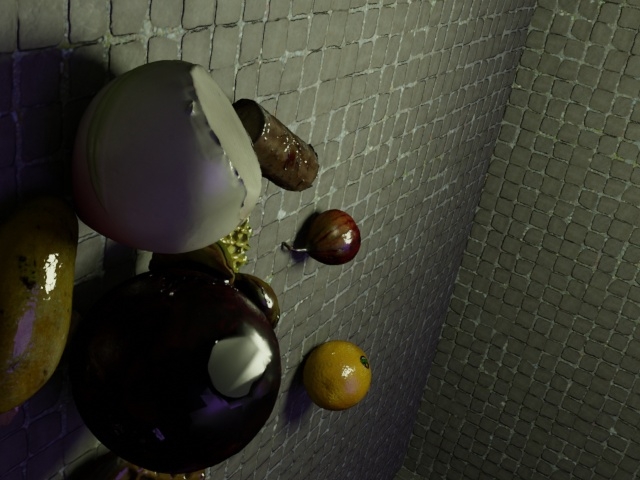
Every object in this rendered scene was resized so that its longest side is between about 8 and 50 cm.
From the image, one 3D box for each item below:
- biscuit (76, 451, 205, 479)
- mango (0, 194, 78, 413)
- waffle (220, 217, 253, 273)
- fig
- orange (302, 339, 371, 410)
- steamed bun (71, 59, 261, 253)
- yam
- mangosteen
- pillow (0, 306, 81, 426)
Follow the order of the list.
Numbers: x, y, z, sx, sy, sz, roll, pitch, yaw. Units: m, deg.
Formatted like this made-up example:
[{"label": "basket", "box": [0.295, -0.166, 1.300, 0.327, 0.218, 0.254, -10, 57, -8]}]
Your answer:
[{"label": "biscuit", "box": [-0.393, 0.553, 1.553, 0.332, 0.103, 0.332, -25, 134, -30]}, {"label": "mango", "box": [-0.441, 0.092, 1.057, 0.329, 0.175, 0.176, -66, -160, 0]}, {"label": "waffle", "box": [-0.223, 0.031, 1.570, 0.223, 0.054, 0.204, -42, 147, -39]}, {"label": "fig", "box": [0.027, 0.005, 1.933, 0.202, 0.149, 0.148, -56, 137, -42]}, {"label": "orange", "box": [0.052, 0.423, 2.287, 0.236, 0.236, 0.236, -45, 148, -39]}, {"label": "steamed bun", "box": [-0.262, -0.111, 1.133, 0.309, 0.309, 0.309, -45, 148, -39]}, {"label": "yam", "box": [-0.107, -0.193, 1.523, 0.131, 0.131, 0.280, -65, 154, -3]}, {"label": "mangosteen", "box": [-0.236, 0.203, 1.314, 0.421, 0.381, 0.381, -56, 154, -22]}, {"label": "pillow", "box": [-0.489, 0.197, 1.195, 0.232, 0.043, 0.126, -57, 149, -14]}]
